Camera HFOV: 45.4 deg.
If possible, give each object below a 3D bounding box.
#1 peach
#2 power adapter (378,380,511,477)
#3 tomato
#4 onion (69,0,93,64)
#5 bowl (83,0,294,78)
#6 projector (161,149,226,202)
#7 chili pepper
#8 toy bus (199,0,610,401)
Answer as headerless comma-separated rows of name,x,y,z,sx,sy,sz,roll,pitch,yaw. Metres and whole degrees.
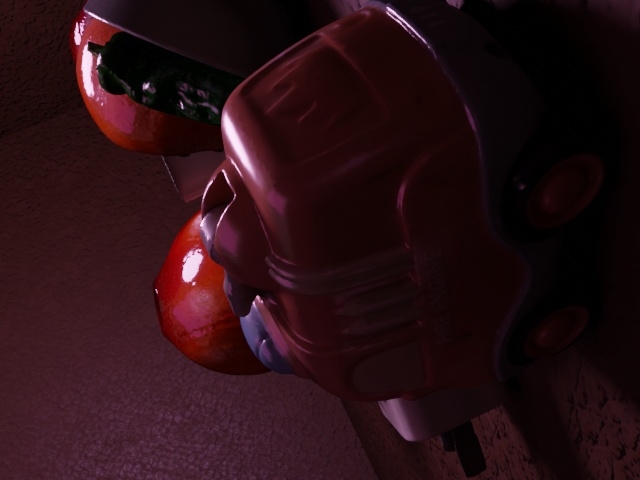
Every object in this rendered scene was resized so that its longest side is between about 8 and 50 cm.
peach,-0.169,0.100,1.614,0.388,0.388,0.389,156,90,-82
power adapter,0.121,0.145,0.804,0.130,0.125,0.205,-159,46,-78
tomato,-0.242,-0.298,1.336,0.341,0.341,0.273,-126,33,-59
onion,-0.402,-0.447,1.669,0.195,0.272,0.272,25,156,19
bowl,-0.150,-0.316,1.014,0.146,0.289,0.289,-68,20,11
projector,-0.259,-0.258,1.741,0.248,0.249,0.248,-131,18,-66
chili pepper,-0.215,-0.233,1.112,0.136,0.270,0.099,-56,-15,-74
toy bus,0.043,-0.008,0.515,0.194,0.232,0.288,56,165,41
